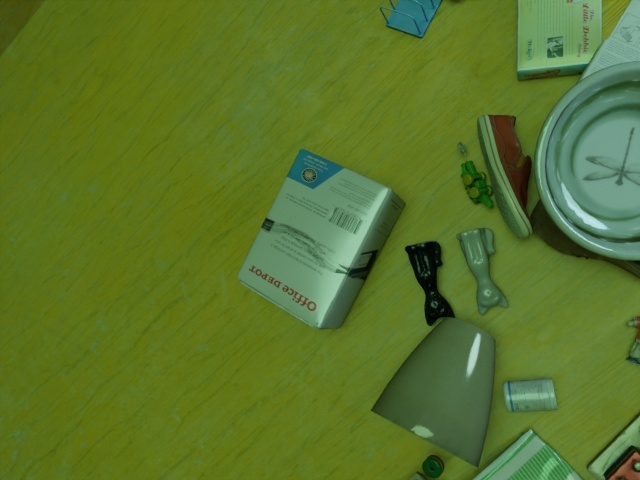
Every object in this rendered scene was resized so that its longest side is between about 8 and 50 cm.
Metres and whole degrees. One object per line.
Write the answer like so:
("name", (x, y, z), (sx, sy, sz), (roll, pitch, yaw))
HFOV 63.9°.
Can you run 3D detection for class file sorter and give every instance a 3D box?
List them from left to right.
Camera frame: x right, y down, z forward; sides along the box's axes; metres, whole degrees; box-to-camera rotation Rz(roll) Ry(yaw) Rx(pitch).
("file sorter", (0.257, -0.669, 1.400), (0.118, 0.104, 0.170), (30, 94, 23))

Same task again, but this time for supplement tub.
("supplement tub", (0.476, 0.354, 1.170), (0.107, 0.071, 0.070), (-10, 78, 20))

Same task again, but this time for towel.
("towel", (0.495, 0.614, 1.114), (0.248, 0.038, 0.325), (-41, 67, -3))

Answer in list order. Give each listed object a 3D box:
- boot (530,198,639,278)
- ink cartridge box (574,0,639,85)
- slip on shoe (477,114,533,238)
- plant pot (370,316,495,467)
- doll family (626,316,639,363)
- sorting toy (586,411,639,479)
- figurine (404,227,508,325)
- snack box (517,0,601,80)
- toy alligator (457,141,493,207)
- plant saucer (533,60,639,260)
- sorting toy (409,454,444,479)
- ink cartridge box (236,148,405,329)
("boot", (0.622, 0.003, 1.163), (0.305, 0.112, 0.115), (39, 136, 15))
("ink cartridge box", (0.755, -0.367, 1.131), (0.296, 0.066, 0.261), (31, 96, 11))
("slip on shoe", (0.458, -0.164, 1.227), (0.102, 0.123, 0.331), (-11, 67, 11))
("plant pot", (0.290, 0.326, 1.178), (0.257, 0.256, 0.273), (22, 75, 24))
("doll family", (0.772, 0.214, 1.039), (0.263, 0.118, 0.163), (21, 91, 24))
("sorting toy", (0.736, 0.478, 1.031), (0.257, 0.089, 0.255), (42, 99, 23))
("figurine", (0.338, 0.091, 1.269), (0.215, 0.092, 0.209), (-15, 84, 20))
("snack box", (0.586, -0.566, 1.267), (0.187, 0.060, 0.321), (1, 83, 22))
("toy alligator", (0.380, -0.157, 1.302), (0.051, 0.056, 0.189), (-47, 60, 55))
("plant saucer", (0.640, -0.160, 1.072), (0.401, 0.100, 0.399), (0, 93, 4))
("sorting toy", (0.249, 0.642, 1.226), (0.132, 0.046, 0.274), (39, 114, 24))
("ink cartridge box", (0.000, 0.000, 1.374), (0.286, 0.166, 0.394), (29, 93, 25))
